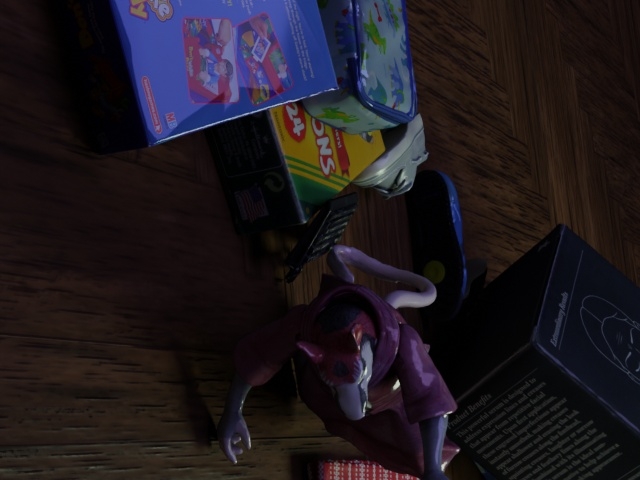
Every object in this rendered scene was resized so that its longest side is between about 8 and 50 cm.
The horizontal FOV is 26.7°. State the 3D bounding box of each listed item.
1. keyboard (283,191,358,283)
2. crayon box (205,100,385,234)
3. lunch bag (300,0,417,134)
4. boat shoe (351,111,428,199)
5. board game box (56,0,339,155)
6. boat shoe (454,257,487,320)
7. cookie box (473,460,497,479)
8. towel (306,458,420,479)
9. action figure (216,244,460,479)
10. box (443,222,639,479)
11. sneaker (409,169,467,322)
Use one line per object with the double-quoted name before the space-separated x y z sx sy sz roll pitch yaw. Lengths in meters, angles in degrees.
"keyboard" 0.000 0.000 1.440 0.023 0.108 0.180 37 10 6
"crayon box" -0.022 -0.155 1.465 0.318 0.081 0.202 -45 121 -61
"lunch bag" 0.035 -0.228 1.416 0.176 0.090 0.219 18 65 -65
"boat shoe" 0.093 -0.097 1.687 0.081 0.079 0.227 69 23 -13
"board game box" -0.129 -0.272 1.188 0.233 0.078 0.347 -22 101 -42
"boat shoe" 0.207 0.067 1.907 0.133 0.049 0.042 -54 134 -55
"cookie box" 0.245 0.275 1.913 0.092 0.040 0.107 56 34 -42
"towel" 0.058 0.346 1.504 0.275 0.031 0.199 20 64 -60
"action figure" 0.056 0.111 1.270 0.370 0.248 0.276 68 41 -71
"box" 0.384 0.228 1.833 0.395 0.212 0.293 40 36 -8
"sneaker" 0.167 0.008 1.819 0.082 0.069 0.209 19 63 -66
